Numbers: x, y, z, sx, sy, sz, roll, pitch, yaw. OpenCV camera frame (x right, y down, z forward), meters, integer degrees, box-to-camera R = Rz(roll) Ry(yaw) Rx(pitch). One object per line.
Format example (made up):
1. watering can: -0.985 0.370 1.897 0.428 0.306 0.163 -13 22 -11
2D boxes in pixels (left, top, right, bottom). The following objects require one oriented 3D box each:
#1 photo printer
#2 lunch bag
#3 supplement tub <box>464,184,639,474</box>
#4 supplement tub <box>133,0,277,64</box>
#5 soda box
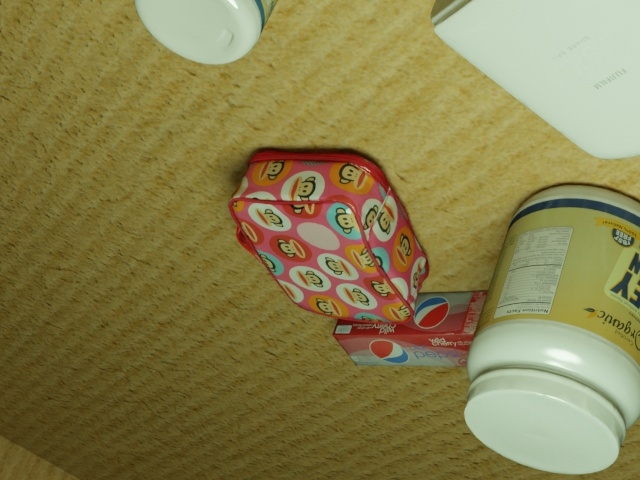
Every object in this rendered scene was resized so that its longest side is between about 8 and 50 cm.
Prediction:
1. photo printer: 0.307 -0.216 1.383 0.307 0.107 0.256 35 146 -18
2. lunch bag: 0.000 0.000 1.874 0.258 0.120 0.293 3 143 29
3. supplement tub: 0.317 0.113 1.660 0.228 0.316 0.228 16 147 11
4. supplement tub: -0.103 -0.307 1.416 0.144 0.200 0.144 17 147 11
5. soda box: 0.156 0.139 2.015 0.263 0.083 0.092 -3 139 35
